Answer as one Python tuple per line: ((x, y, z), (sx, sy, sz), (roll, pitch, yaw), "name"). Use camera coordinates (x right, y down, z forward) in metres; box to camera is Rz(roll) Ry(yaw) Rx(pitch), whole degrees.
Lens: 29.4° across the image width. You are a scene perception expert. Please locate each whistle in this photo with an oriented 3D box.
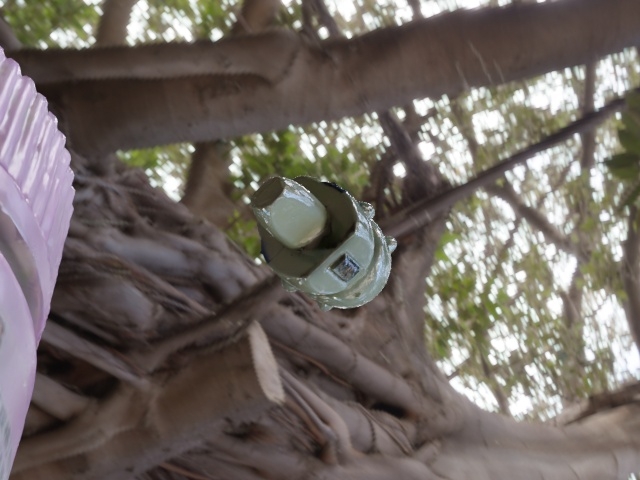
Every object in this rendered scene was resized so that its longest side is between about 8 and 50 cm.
((0.000, 0.000, 1.100), (0.110, 0.244, 0.092), (-42, -122, 5), "whistle")

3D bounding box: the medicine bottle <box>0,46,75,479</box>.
((-0.181, 0.061, 0.352), (0.178, 0.178, 0.291), (-12, -142, 13), "medicine bottle")
